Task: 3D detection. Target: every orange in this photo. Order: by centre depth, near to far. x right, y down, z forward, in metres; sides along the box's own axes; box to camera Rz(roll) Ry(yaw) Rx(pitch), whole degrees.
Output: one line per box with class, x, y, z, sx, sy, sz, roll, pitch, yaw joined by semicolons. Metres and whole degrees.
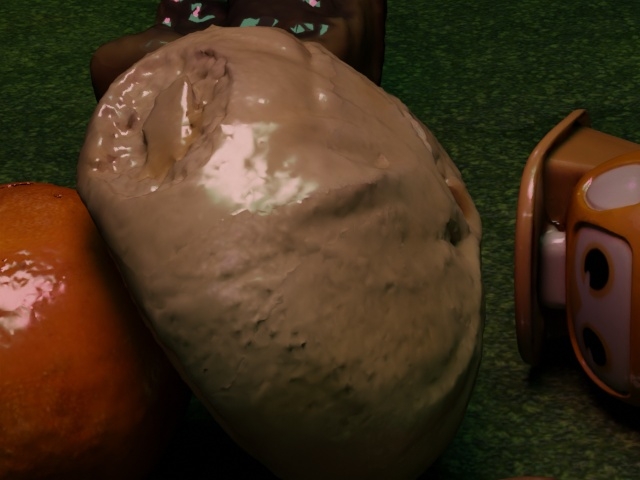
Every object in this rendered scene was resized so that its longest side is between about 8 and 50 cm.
orange;-0.226;0.083;1.088;0.283;0.226;0.284;-8;28;5

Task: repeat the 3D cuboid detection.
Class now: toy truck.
toy truck;0.273;0.012;1.207;0.211;0.204;0.288;5;28;19

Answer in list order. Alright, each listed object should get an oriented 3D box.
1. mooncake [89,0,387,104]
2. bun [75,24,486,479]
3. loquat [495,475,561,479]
mooncake;-0.055;-0.237;1.513;0.246;0.394;0.393;5;3;9
bun;0.004;-0.001;1.065;0.202;0.364;0.364;-32;24;13
loquat;0.115;0.232;0.817;0.179;0.179;0.227;-1;39;3
